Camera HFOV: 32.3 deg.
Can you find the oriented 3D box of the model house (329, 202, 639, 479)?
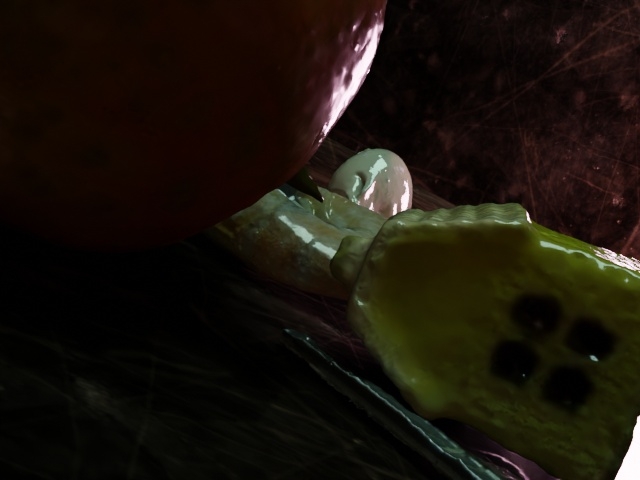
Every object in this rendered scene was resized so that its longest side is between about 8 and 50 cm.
[{"bbox_3d":[0.127,0.043,0.789,0.234,0.175,0.193,30,9,3],"label":"model house"}]

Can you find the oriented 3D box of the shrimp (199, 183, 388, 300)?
[{"bbox_3d":[-0.045,-0.029,0.996,0.317,0.077,0.168,31,25,29],"label":"shrimp"}]

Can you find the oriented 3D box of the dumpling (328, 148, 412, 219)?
[{"bbox_3d":[0.077,-0.046,1.506,0.111,0.181,0.155,-14,-59,43],"label":"dumpling"}]

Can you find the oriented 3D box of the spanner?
[{"bbox_3d":[0.070,0.122,0.644,0.093,0.026,0.325,21,9,-40],"label":"spanner"}]

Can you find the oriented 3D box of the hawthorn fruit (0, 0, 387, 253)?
[{"bbox_3d":[-0.132,-0.165,0.719,0.402,0.403,0.403,26,8,-4],"label":"hawthorn fruit"}]
